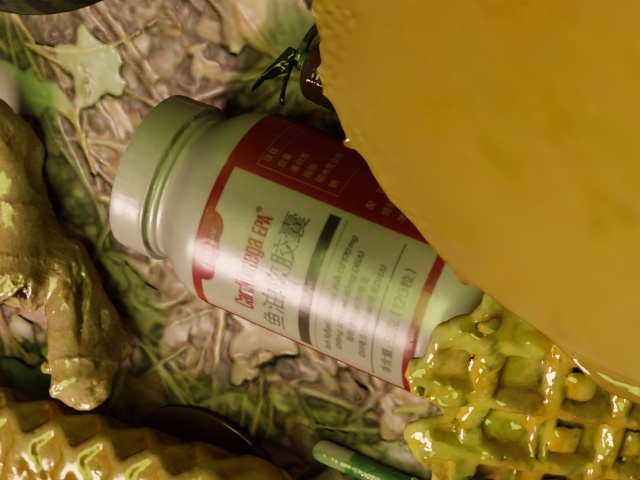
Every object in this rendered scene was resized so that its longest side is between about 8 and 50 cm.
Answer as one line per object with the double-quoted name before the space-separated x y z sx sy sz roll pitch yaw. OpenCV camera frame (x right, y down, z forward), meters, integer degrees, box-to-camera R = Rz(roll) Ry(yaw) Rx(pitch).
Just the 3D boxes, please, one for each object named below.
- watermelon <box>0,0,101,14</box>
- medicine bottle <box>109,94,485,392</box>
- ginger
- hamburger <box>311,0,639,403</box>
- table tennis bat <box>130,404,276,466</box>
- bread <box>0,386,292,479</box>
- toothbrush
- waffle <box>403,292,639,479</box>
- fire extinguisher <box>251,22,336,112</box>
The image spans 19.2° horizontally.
"watermelon" -0.173 -0.242 1.144 0.212 0.212 0.212 9 112 24
"medicine bottle" 0.000 0.000 1.188 0.250 0.131 0.131 22 117 18
"ginger" -0.217 -0.015 1.331 0.089 0.075 0.288 -28 93 -9
"hamburger" 0.208 -0.126 0.920 0.395 0.277 0.396 29 146 22
"table tennis bat" -0.115 0.239 1.400 0.154 0.021 0.274 36 119 13
"bread" -0.174 0.157 1.354 0.367 0.077 0.084 13 114 29
"toothbrush" 0.110 0.184 1.265 0.257 0.018 0.024 20 122 19
"waffle" 0.191 0.109 1.113 0.262 0.060 0.280 -31 120 15
"fire extinguisher" 0.040 -0.098 1.187 0.157 0.045 0.078 26 90 18
